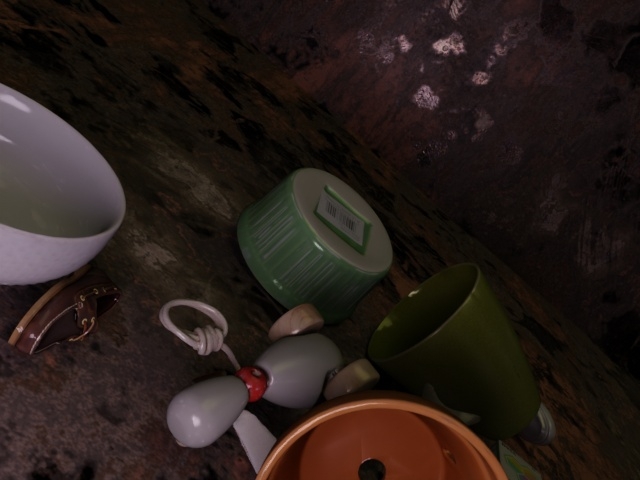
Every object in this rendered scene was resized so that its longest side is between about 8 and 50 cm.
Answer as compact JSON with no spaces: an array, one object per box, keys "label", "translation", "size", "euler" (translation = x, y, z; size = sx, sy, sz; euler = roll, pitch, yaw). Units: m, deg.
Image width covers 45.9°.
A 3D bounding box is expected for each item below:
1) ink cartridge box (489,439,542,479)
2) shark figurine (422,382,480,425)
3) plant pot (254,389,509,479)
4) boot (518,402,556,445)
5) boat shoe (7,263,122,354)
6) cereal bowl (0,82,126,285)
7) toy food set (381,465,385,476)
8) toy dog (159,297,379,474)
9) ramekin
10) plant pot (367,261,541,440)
[{"label":"ink cartridge box","translation":[0.357,0.449,1.416],"size":[0.109,0.062,0.209],"euler":[40,18,-1]},{"label":"shark figurine","translation":[0.143,0.363,1.089],"size":[0.166,0.278,0.116],"euler":[-15,12,-35]},{"label":"plant pot","translation":[0.066,0.304,0.884],"size":[0.291,0.291,0.203],"euler":[41,2,-1]},{"label":"boot","translation":[0.405,0.356,1.696],"size":[0.123,0.095,0.258],"euler":[17,22,-39]},{"label":"boat shoe","translation":[-0.300,0.085,0.918],"size":[0.073,0.073,0.207],"euler":[38,19,-6]},{"label":"cereal bowl","translation":[-0.416,-0.064,0.903],"size":[0.339,0.141,0.339],"euler":[33,19,-13]},{"label":"toy food set","translation":[0.131,0.385,1.180],"size":[0.082,0.020,0.083],"euler":[14,33,-54]},{"label":"toy dog","translation":[-0.082,0.207,1.028],"size":[0.334,0.161,0.220],"euler":[6,41,-36]},{"label":"ramekin","translation":[0.000,0.000,1.488],"size":[0.303,0.148,0.303],"euler":[33,32,-23]},{"label":"plant pot","translation":[0.289,0.242,1.481],"size":[0.293,0.275,0.275],"euler":[49,18,-9]}]
